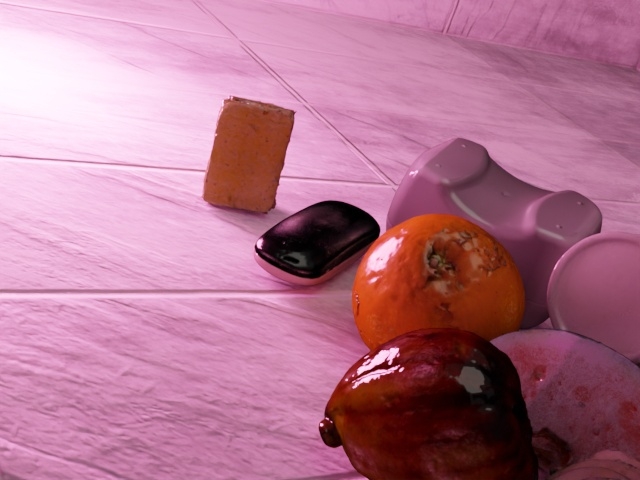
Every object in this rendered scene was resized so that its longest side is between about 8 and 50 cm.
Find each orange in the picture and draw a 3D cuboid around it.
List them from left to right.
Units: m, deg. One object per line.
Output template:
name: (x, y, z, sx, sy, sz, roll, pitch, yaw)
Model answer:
orange: (0.167, 0.087, 1.488, 0.246, 0.246, 0.246, 16, 25, -8)

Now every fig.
fig: (0.137, 0.213, 1.224, 0.263, 0.224, 0.224, 26, 25, 29)

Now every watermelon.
watermelon: (0.344, 0.222, 1.356, 0.322, 0.188, 0.175, 42, 9, 8)

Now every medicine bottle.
medicine bottle: (0.493, 0.100, 1.609, 0.211, 0.211, 0.371, 33, 10, 27)

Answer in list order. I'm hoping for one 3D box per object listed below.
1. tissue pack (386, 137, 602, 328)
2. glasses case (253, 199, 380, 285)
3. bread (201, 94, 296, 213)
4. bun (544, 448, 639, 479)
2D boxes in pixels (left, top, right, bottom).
tissue pack: (0.281, 0.001, 1.757, 0.333, 0.236, 0.229, 29, 35, 19)
glasses case: (0.000, 0.000, 1.718, 0.122, 0.075, 0.314, 26, 25, 17)
bread: (-0.124, -0.152, 1.800, 0.138, 0.196, 0.102, 9, 23, -12)
bun: (0.333, 0.348, 1.098, 0.281, 0.205, 0.281, 15, 25, -7)
